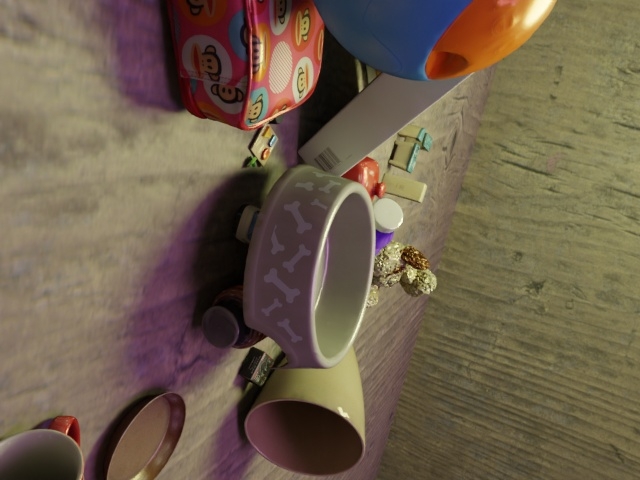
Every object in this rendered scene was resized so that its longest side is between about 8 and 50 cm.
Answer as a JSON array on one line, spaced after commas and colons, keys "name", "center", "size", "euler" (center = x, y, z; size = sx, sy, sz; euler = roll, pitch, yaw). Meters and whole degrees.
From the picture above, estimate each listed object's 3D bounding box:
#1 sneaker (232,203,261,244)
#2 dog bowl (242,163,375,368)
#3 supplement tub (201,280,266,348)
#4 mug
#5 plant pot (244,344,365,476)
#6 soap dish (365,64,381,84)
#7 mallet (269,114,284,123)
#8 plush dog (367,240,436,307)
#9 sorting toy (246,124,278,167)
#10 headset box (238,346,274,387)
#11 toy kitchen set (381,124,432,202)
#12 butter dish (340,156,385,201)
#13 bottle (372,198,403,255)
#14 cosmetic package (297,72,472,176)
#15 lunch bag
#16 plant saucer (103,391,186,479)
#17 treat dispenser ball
[{"name": "sneaker", "center": [-0.075, -0.005, 0.974], "size": [0.211, 0.081, 0.080], "euler": [19, 89, -71]}, {"name": "dog bowl", "center": [0.001, 0.051, 0.924], "size": [0.349, 0.102, 0.348], "euler": [9, 90, -69]}, {"name": "supplement tub", "center": [-0.116, 0.119, 0.946], "size": [0.198, 0.106, 0.106], "euler": [-20, 126, -63]}, {"name": "mug", "center": [-0.303, 0.299, 0.631], "size": [0.150, 0.113, 0.169], "euler": [-44, 150, -47]}, {"name": "plant pot", "center": [-0.007, 0.335, 1.256], "size": [0.274, 0.257, 0.256], "euler": [-70, 166, -52]}, {"name": "soap dish", "center": [0.185, -0.459, 1.182], "size": [0.229, 0.118, 0.291], "euler": [-61, 156, -25]}, {"name": "mallet", "center": [-0.052, -0.242, 0.854], "size": [0.189, 0.062, 0.039], "euler": [-57, 154, -34]}, {"name": "plush dog", "center": [0.176, 0.061, 1.523], "size": [0.225, 0.263, 0.210], "euler": [63, 16, -75]}, {"name": "sorting toy", "center": [-0.094, -0.145, 0.901], "size": [0.083, 0.012, 0.062], "euler": [-65, 159, -16]}, {"name": "headset box", "center": [-0.130, 0.256, 1.130], "size": [0.062, 0.032, 0.083], "euler": [-63, 159, -20]}, {"name": "toy kitchen set", "center": [0.278, -0.216, 1.616], "size": [0.166, 0.122, 0.207], "euler": [10, 98, -69]}, {"name": "butter dish", "center": [0.086, -0.124, 1.221], "size": [0.160, 0.118, 0.159], "euler": [-24, 131, -63]}, {"name": "bottle", "center": [0.086, -0.004, 1.198], "size": [0.118, 0.092, 0.283], "euler": [-62, -173, -28]}, {"name": "cosmetic package", "center": [0.158, -0.282, 1.002], "size": [0.377, 0.097, 0.284], "euler": [-34, -171, 44]}, {"name": "lunch bag", "center": [-0.067, -0.304, 0.682], "size": [0.258, 0.120, 0.293], "euler": [-46, 148, -49]}, {"name": "plant saucer", "center": [-0.266, 0.302, 0.835], "size": [0.168, 0.029, 0.168], "euler": [-52, 153, -41]}, {"name": "treat dispenser ball", "center": [0.124, -0.321, 0.601], "size": [0.288, 0.288, 0.288], "euler": [-51, 151, -42]}]
